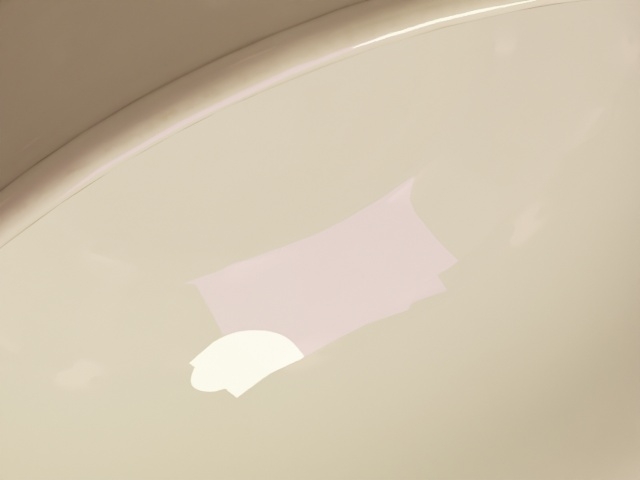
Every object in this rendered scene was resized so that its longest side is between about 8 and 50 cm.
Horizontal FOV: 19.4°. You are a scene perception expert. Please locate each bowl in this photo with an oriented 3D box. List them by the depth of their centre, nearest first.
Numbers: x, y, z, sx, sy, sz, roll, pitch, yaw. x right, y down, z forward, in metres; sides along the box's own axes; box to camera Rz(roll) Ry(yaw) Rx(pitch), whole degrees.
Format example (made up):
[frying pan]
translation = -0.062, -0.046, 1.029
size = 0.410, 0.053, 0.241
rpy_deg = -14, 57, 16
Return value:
[bowl]
translation = 0.000, 0.000, 0.482
size = 0.298, 0.134, 0.298
rpy_deg = -15, 145, -11
